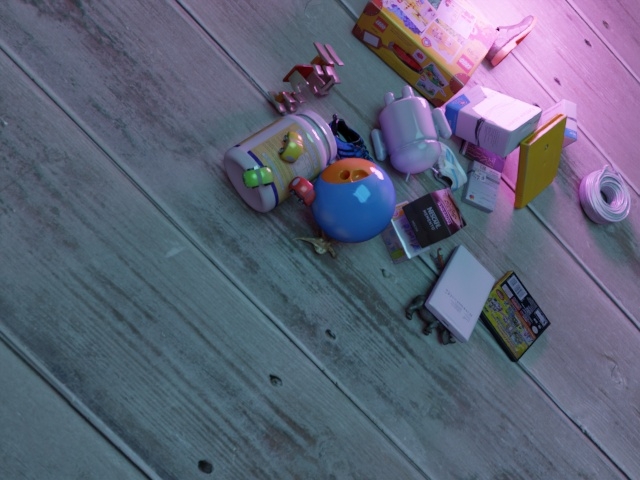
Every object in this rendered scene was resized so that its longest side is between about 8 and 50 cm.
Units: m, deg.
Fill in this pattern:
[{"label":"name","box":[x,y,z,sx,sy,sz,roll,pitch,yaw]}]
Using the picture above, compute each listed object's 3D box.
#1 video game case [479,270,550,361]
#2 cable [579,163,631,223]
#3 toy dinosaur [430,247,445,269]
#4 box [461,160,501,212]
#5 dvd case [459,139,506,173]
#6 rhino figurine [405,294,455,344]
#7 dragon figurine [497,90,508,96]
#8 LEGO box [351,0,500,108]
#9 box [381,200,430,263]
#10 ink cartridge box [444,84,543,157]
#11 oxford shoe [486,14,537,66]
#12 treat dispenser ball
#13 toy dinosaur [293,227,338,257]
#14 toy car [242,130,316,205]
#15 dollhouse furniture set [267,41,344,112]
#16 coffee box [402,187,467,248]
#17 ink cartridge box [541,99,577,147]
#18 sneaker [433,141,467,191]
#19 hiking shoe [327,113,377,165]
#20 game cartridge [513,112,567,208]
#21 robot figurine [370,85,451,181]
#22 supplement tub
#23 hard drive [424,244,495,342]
[{"label":"video game case","box":[0.776,0.303,1.800,0.248,0.035,0.275,-36,91,-23]},{"label":"cable","box":[1.325,-0.203,2.078,0.257,0.089,0.257,-32,90,-22]},{"label":"toy dinosaur","box":[0.470,0.071,1.730,0.047,0.090,0.082,-25,131,-12]},{"label":"box","box":[0.685,-0.228,1.892,0.145,0.038,0.186,22,70,-13]},{"label":"dvd case","box":[0.722,-0.398,1.955,0.221,0.018,0.165,27,70,-11]},{"label":"rhino figurine","box":[0.423,0.301,1.660,0.243,0.073,0.106,43,71,-7]},{"label":"dragon figurine","box":[0.829,-0.523,1.983,0.085,0.144,0.289,-3,98,-22]},{"label":"LEGO box","box":[0.446,-0.878,1.879,0.500,0.193,0.373,38,68,-7]},{"label":"box","box":[0.303,-0.030,1.673,0.103,0.114,0.203,-22,85,-21]},{"label":"ink cartridge box","box":[0.699,-0.496,1.828,0.223,0.129,0.307,-34,52,-23]},{"label":"oxford shoe","box":[0.890,-0.975,2.093,0.133,0.130,0.363,44,68,2]},{"label":"treat dispenser ball","box":[0.109,-0.134,1.507,0.288,0.288,0.288,4,76,-18]},{"label":"toy dinosaur","box":[0.000,0.000,1.596,0.183,0.053,0.093,26,72,-12]},{"label":"toy car","box":[-0.124,-0.204,1.353,0.224,0.053,0.239,-18,99,-27]},{"label":"dollhouse furniture set","box":[-0.044,-0.610,1.635,0.135,0.262,0.259,57,34,3]},{"label":"coffee box","box":[0.430,-0.089,1.646,0.297,0.118,0.168,-20,84,-60]},{"label":"ink cartridge box","box":[1.094,-0.524,2.045,0.082,0.139,0.191,14,73,-14]},{"label":"sneaker","box":[0.504,-0.308,1.824,0.092,0.087,0.229,-36,88,-20]},{"label":"hiking shoe","box":[0.126,-0.326,1.673,0.304,0.132,0.113,42,68,-5]},{"label":"game cartridge","box":[0.926,-0.333,1.887,0.285,0.324,0.052,-35,46,-23]},{"label":"robot figurine","box":[0.348,-0.412,1.731,0.299,0.199,0.354,-16,81,19]},{"label":"supplement tub","box":[-0.131,-0.276,1.516,0.331,0.241,0.241,-38,91,-22]},{"label":"hard drive","box":[0.536,0.196,1.694,0.210,0.040,0.319,44,56,-8]}]
